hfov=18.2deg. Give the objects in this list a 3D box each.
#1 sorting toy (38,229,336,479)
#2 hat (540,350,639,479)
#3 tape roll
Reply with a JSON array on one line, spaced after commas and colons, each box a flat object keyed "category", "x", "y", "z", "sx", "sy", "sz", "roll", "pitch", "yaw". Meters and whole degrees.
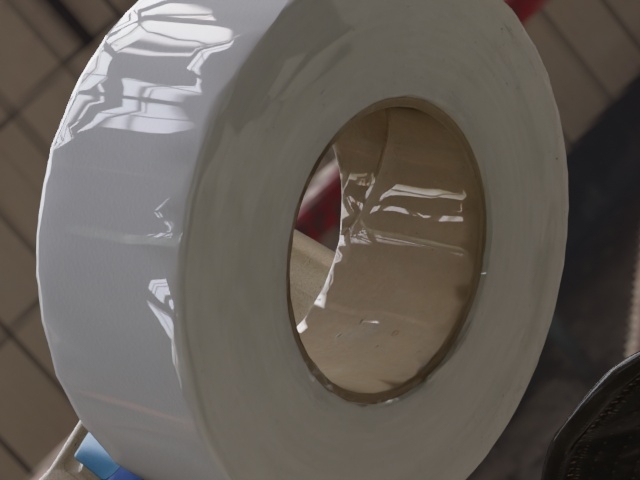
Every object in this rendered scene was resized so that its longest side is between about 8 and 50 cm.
[{"category": "sorting toy", "x": -0.021, "y": 0.119, "z": 1.119, "sx": 0.307, "sy": 0.041, "sz": 0.229, "roll": 30, "pitch": 83, "yaw": 41}, {"category": "hat", "x": 0.247, "y": 0.127, "z": 0.693, "sx": 0.331, "sy": 0.331, "sz": 0.134, "roll": -32, "pitch": 38, "yaw": 29}, {"category": "tape roll", "x": 0.000, "y": 0.000, "z": 0.977, "sx": 0.100, "sy": 0.286, "sz": 0.286, "roll": 11, "pitch": 49, "yaw": 41}]
